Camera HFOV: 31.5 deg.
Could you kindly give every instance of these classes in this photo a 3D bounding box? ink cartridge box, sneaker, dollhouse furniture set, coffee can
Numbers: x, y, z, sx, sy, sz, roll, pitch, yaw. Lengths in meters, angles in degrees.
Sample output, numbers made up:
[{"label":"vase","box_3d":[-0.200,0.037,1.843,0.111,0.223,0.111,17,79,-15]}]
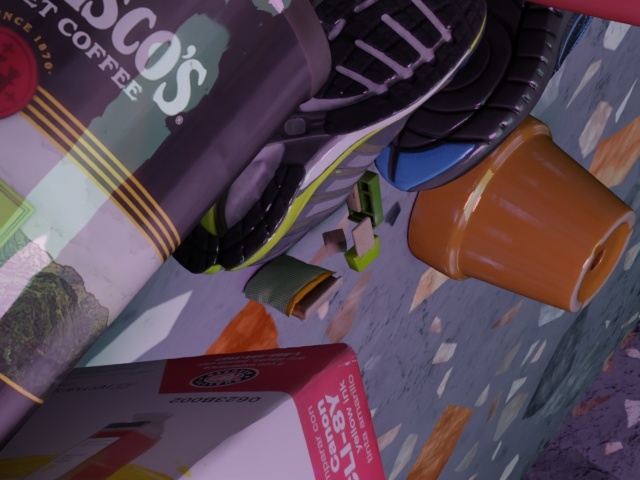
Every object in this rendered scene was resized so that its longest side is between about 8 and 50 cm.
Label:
[{"label":"ink cartridge box","box_3d":[-0.162,0.194,0.613,0.385,0.279,0.160,-28,108,-61]},{"label":"sneaker","box_3d":[0.006,-0.091,0.872,0.300,0.111,0.121,-42,167,8]},{"label":"dollhouse furniture set","box_3d":[0.000,0.000,1.017,0.152,0.076,0.058,-43,138,-30]},{"label":"sneaker","box_3d":[0.179,-0.169,1.067,0.340,0.125,0.139,-51,155,-9]},{"label":"coffee can","box_3d":[-0.157,-0.043,0.538,0.275,0.202,0.201,-51,154,-12]}]

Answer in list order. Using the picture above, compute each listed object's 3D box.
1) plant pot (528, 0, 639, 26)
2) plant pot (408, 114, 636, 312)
[{"label":"plant pot","box_3d":[0.197,-0.288,0.827,0.275,0.243,0.275,-40,149,-30]},{"label":"plant pot","box_3d":[0.232,-0.021,1.250,0.205,0.188,0.205,-40,150,-30]}]
